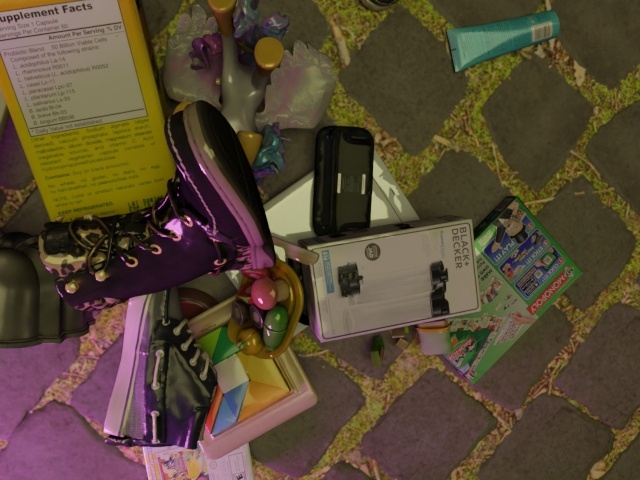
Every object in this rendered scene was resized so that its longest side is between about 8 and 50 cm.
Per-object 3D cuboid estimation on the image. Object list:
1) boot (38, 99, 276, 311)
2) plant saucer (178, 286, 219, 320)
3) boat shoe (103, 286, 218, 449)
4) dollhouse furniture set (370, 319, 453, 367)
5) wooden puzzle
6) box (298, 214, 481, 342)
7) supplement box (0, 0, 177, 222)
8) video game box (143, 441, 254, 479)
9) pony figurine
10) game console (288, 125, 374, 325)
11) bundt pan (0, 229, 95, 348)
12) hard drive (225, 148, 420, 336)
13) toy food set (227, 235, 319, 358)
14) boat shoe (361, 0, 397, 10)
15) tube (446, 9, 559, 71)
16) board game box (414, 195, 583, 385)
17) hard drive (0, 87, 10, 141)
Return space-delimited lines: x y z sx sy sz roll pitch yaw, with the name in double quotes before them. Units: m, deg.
"boot" -0.216 -0.018 0.760 0.284 0.377 0.138 -16 74 -2
"plant saucer" -0.250 0.170 1.075 0.168 0.029 0.168 -1 96 -11
"boat shoe" -0.235 0.175 0.973 0.158 0.127 0.340 11 90 0
"dollhouse furniture set" 0.172 0.197 1.108 0.151 0.058 0.076 -8 113 14
"wooden puzzle" -0.152 0.232 1.032 0.221 0.044 0.239 -29 88 -1
"box" 0.119 0.059 1.015 0.290 0.087 0.169 -8 97 -12
"supplement box" -0.333 -0.203 0.884 0.194 0.195 0.356 -12 120 -9
"video game box" -0.229 0.360 1.086 0.187 0.048 0.205 -9 96 -12
"pony figurine" -0.129 -0.229 0.935 0.303 0.363 0.351 12 77 -4
"game console" 0.052 -0.021 1.060 0.213 0.044 0.361 1 96 -13
"bundt pan" -0.494 0.051 0.864 0.331 0.331 0.124 10 95 -11
"hard drive" 0.000 0.000 1.096 0.353 0.047 0.233 -35 100 -6
"toy food set" -0.099 0.098 0.953 0.128 0.071 0.218 29 110 27
"boat shoe" 0.122 -0.572 1.041 0.109 0.091 0.305 0 95 -17
"tube" 0.347 -0.387 1.128 0.207 0.052 0.080 -15 93 -4
"board game box" 0.336 0.098 1.168 0.317 0.046 0.213 -44 101 -4
"hard drive" -0.597 -0.181 0.904 0.203 0.040 0.307 10 67 -11
